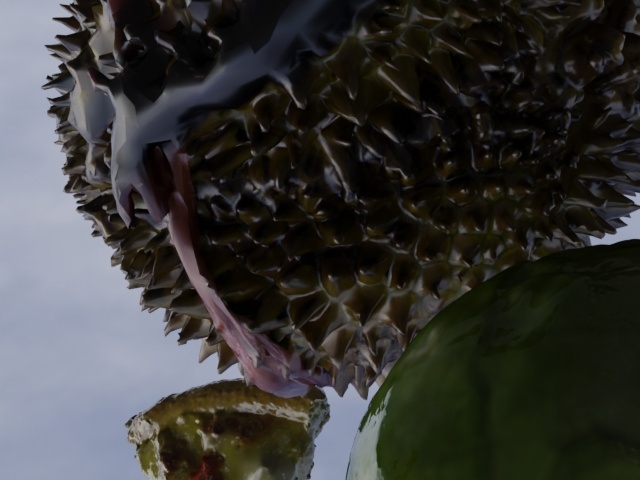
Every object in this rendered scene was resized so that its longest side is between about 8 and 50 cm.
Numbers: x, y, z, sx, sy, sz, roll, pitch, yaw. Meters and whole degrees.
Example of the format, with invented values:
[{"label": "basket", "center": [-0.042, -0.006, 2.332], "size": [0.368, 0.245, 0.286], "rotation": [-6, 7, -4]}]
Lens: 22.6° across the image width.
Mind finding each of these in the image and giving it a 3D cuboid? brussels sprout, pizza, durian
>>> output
[{"label": "brussels sprout", "center": [0.131, 0.110, 0.695], "size": [0.244, 0.244, 0.244], "rotation": [2, -151, -1]}, {"label": "pizza", "center": [-0.096, 0.281, 1.689], "size": [0.280, 0.075, 0.287], "rotation": [-21, -119, 28]}, {"label": "durian", "center": [0.015, -0.082, 0.913], "size": [0.384, 0.347, 0.348], "rotation": [-1, -159, 40]}]
